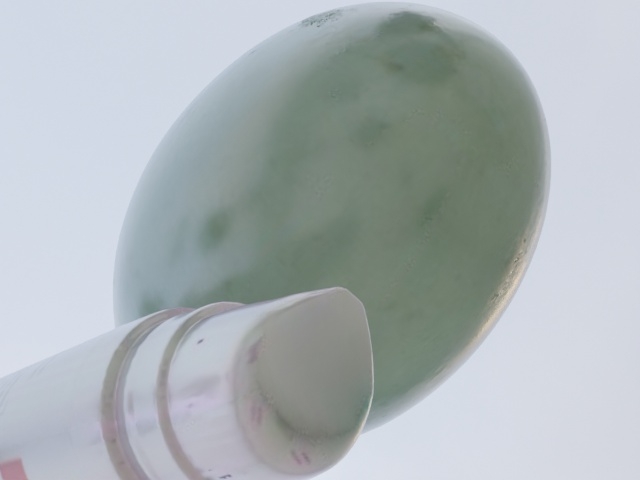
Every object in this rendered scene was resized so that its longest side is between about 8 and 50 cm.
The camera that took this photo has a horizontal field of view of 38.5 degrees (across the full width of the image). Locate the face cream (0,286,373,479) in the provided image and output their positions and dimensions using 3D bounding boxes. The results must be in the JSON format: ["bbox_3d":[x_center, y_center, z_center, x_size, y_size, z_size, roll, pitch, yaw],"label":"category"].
[{"bbox_3d":[-0.113,0.102,0.474,0.102,0.345,0.102,18,-117,-38],"label":"face cream"}]

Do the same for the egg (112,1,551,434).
[{"bbox_3d":[0.000,0.000,0.684,0.276,0.389,0.276,34,-152,-21],"label":"egg"}]
